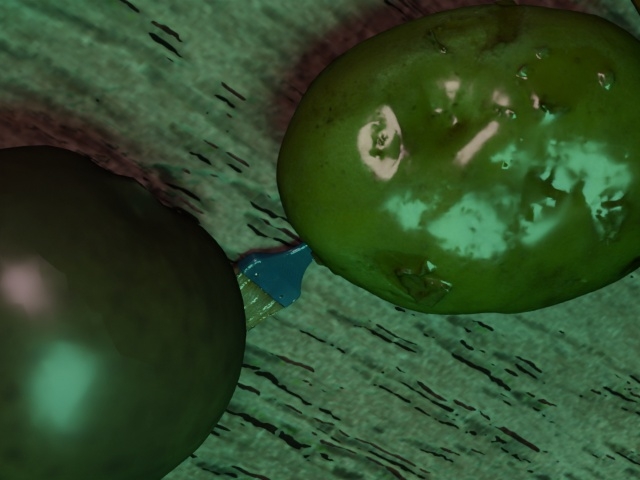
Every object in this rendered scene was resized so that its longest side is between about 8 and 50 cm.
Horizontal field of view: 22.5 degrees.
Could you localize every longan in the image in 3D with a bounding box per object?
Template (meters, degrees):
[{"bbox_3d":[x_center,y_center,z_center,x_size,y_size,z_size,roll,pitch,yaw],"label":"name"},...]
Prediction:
[{"bbox_3d":[-0.148,0.052,0.898,0.196,0.196,0.220,-36,139,12],"label":"longan"}]

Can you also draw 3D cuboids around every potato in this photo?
[{"bbox_3d":[0.099,-0.047,0.937,0.253,0.148,0.186,4,102,-15],"label":"potato"}]

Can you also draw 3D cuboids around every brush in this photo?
[{"bbox_3d":[0.000,0.000,1.029,0.164,0.014,0.051,-37,134,12],"label":"brush"}]

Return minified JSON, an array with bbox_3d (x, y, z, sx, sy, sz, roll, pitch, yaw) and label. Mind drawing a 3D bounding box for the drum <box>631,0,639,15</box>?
[{"bbox_3d":[0.235,-0.245,0.625,0.214,0.431,0.431,-19,134,-6],"label":"drum"}]
